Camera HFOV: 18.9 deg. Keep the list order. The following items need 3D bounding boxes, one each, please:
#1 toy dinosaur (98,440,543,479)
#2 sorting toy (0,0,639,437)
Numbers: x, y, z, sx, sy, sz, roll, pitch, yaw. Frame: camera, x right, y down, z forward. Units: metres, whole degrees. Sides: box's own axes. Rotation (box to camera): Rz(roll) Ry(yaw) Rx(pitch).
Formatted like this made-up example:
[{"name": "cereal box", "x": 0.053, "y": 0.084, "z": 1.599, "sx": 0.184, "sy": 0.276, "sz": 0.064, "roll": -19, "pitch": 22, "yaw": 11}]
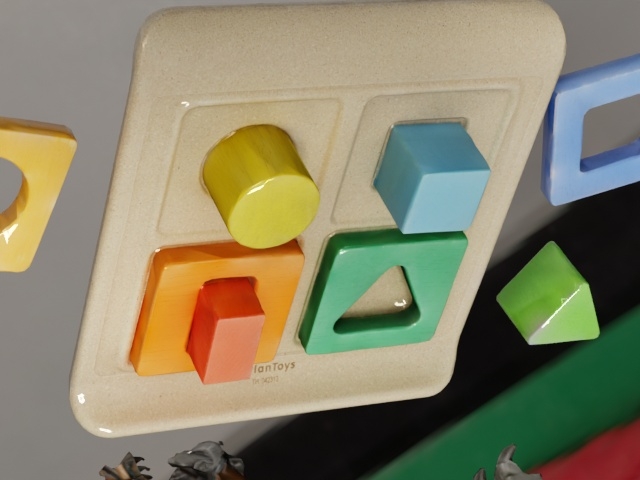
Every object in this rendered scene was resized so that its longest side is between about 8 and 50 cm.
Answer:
[{"name": "toy dinosaur", "x": 0.084, "y": 0.149, "z": 0.429, "sx": 0.218, "sy": 0.322, "sz": 0.164, "roll": -25, "pitch": 163, "yaw": -50}, {"name": "sorting toy", "x": 0.000, "y": 0.000, "z": 0.761, "sx": 0.347, "sy": 0.196, "sz": 0.047, "roll": -5, "pitch": -141, "yaw": -25}]
